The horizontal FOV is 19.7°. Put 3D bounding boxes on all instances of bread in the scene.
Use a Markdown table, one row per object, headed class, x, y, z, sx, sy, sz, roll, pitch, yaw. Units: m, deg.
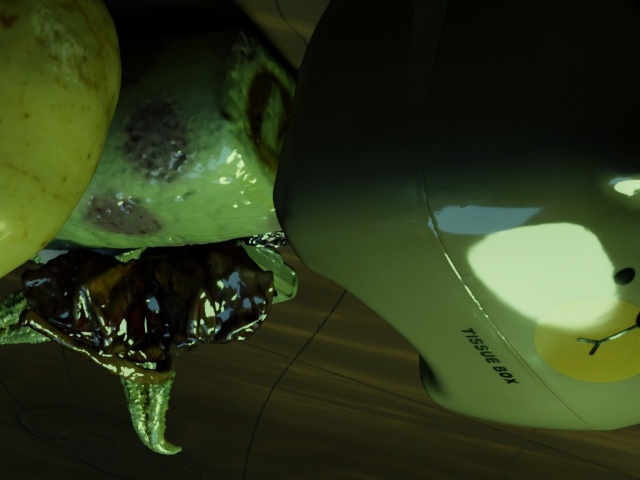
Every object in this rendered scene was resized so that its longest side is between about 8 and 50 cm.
| class | x | y | z | sx | sy | sz | roll | pitch | yaw |
| --- | --- | --- | --- | --- | --- | --- | --- | --- | --- |
| bread | -0.175 | -0.074 | 1.538 | 0.338 | 0.155 | 0.187 | -4 | 153 | 26 |

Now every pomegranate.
| class | x | y | z | sx | sy | sz | roll | pitch | yaw |
| --- | --- | --- | --- | --- | --- | --- | --- | --- | --- |
| pomegranate | -0.301 | -0.108 | 1.341 | 0.343 | 0.342 | 0.342 | 9 | 152 | 5 |

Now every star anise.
| class | x | y | z | sx | sy | sz | roll | pitch | yaw |
| --- | --- | --- | --- | --- | --- | --- | --- | --- | --- |
| star anise | -0.150 | 0.061 | 1.627 | 0.220 | 0.125 | 0.190 | -6 | -166 | -4 |

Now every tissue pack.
| class | x | y | z | sx | sy | sz | roll | pitch | yaw |
| --- | --- | --- | --- | --- | --- | --- | --- | --- | --- |
| tissue pack | 0.166 | -0.030 | 1.364 | 0.277 | 0.267 | 0.387 | -7 | 145 | 27 |

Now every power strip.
| class | x | y | z | sx | sy | sz | roll | pitch | yaw |
| --- | --- | --- | --- | --- | --- | --- | --- | --- | --- |
| power strip | -0.142 | 0.052 | 1.884 | 0.268 | 0.034 | 0.092 | -15 | 142 | 41 |

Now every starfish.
| class | x | y | z | sx | sy | sz | roll | pitch | yaw |
| --- | --- | --- | --- | --- | --- | --- | --- | --- | --- |
| starfish | -0.224 | 0.031 | 1.814 | 0.358 | 0.078 | 0.347 | 38 | 131 | -1 |

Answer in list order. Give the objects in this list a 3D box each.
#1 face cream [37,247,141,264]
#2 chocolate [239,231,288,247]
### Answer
| class | x | y | z | sx | sy | sz | roll | pitch | yaw |
| --- | --- | --- | --- | --- | --- | --- | --- | --- | --- |
| face cream | -0.176 | -0.031 | 1.677 | 0.198 | 0.057 | 0.084 | -13 | 105 | 27 |
| chocolate | -0.002 | 0.001 | 1.708 | 0.147 | 0.070 | 0.072 | 23 | 155 | -11 |
